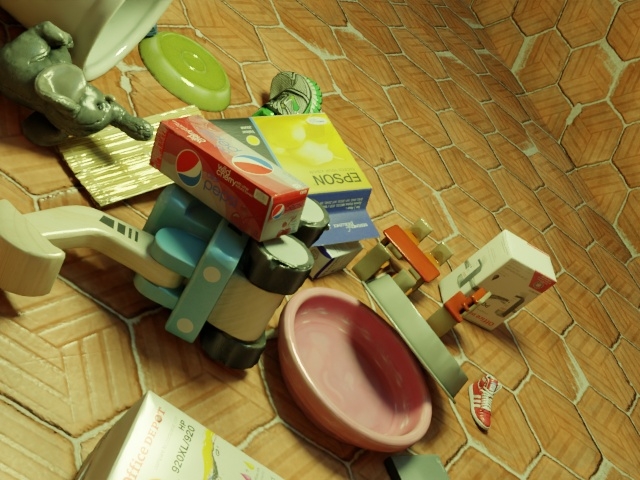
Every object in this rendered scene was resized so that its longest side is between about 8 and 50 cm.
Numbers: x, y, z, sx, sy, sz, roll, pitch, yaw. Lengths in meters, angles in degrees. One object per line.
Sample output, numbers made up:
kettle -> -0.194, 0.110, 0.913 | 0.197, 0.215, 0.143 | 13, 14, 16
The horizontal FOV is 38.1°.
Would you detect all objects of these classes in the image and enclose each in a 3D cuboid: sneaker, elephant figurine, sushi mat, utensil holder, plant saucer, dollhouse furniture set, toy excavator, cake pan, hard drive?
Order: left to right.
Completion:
utensil holder -> -0.483, -0.545, 1.720 | 0.385, 0.327, 0.327 | 41, 29, -5
elephant figurine -> -0.431, -0.237, 1.551 | 0.239, 0.186, 0.169 | 53, -1, 18
sushi mat -> -0.308, -0.157, 1.663 | 0.317, 0.019, 0.151 | -24, 72, -41
toy excavator -> -0.252, 0.018, 1.447 | 0.445, 0.222, 0.433 | 27, 29, -5
plant saucer -> -0.290, -0.385, 2.054 | 0.241, 0.037, 0.241 | 31, 31, -22
sneaker -> -0.082, -0.284, 2.088 | 0.146, 0.134, 0.343 | 28, 33, -26
plant saucer -> 0.049, 0.235, 1.635 | 0.332, 0.084, 0.332 | 32, 32, -23
cake pan -> 0.186, 0.180, 1.775 | 0.293, 0.054, 0.293 | 53, 1, -2
hard drive -> 0.178, 0.421, 1.621 | 0.135, 0.022, 0.094 | 12, 42, -45
dollhouse furniture set -> 0.235, 0.069, 2.032 | 0.259, 0.135, 0.262 | 49, 29, 8
sneaker -> 0.343, 0.328, 1.906 | 0.042, 0.067, 0.118 | 29, 33, -26

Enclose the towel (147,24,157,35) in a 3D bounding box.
towel -> -0.395, -0.488, 2.042 | 0.067, 0.029, 0.119 | -3, 44, -11

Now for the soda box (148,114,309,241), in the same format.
soda box -> -0.145, -0.102, 1.443 | 0.263, 0.083, 0.092 | 34, 32, 29

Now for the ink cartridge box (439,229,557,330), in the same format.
ink cartridge box -> 0.405, 0.096, 2.129 | 0.159, 0.218, 0.092 | 27, 39, -29

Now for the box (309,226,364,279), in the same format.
box -> 0.000, 0.000, 1.887 | 0.126, 0.072, 0.137 | 51, 29, 14

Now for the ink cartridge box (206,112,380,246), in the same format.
ink cartridge box -> -0.054, -0.125, 1.842 | 0.304, 0.072, 0.307 | -8, 52, -36

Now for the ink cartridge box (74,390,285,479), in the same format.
ink cartridge box -> -0.181, 0.337, 1.119 | 0.233, 0.168, 0.171 | 37, 31, -13
